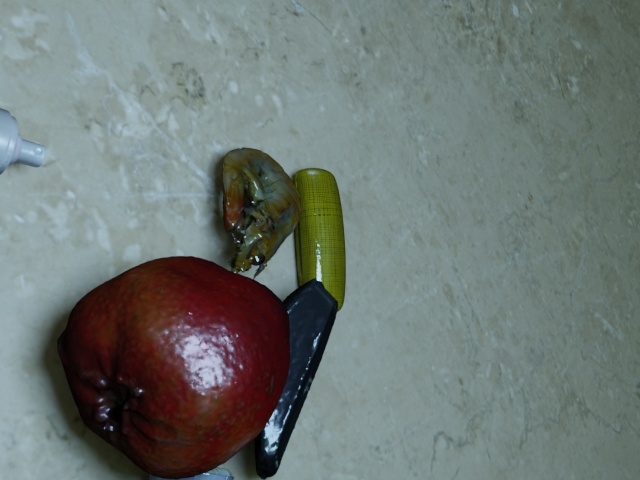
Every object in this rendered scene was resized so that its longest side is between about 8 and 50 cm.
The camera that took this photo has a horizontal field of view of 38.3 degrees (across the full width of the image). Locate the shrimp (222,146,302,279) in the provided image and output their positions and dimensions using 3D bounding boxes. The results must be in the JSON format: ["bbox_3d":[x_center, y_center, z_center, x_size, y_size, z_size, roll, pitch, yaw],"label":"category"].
[{"bbox_3d":[-0.099,-0.049,1.322,0.152,0.063,0.287,53,25,-16],"label":"shrimp"}]

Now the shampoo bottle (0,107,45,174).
[{"bbox_3d":[-0.465,-0.137,1.058,0.303,0.092,0.092,17,67,-38],"label":"shampoo bottle"}]

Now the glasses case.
[{"bbox_3d":[0.000,0.000,1.451,0.079,0.064,0.234,4,77,-34],"label":"glasses case"}]

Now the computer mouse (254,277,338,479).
[{"bbox_3d":[-0.053,0.187,1.301,0.087,0.168,0.295,18,68,6],"label":"computer mouse"}]

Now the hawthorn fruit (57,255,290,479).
[{"bbox_3d":[-0.157,0.145,1.151,0.307,0.265,0.265,-26,97,-59],"label":"hawthorn fruit"}]

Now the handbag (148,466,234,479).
[{"bbox_3d":[-0.173,0.355,1.182,0.117,0.095,0.173,19,69,-37],"label":"handbag"}]
